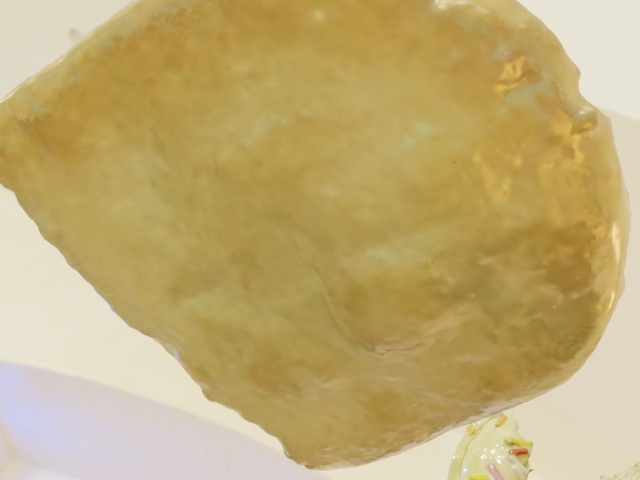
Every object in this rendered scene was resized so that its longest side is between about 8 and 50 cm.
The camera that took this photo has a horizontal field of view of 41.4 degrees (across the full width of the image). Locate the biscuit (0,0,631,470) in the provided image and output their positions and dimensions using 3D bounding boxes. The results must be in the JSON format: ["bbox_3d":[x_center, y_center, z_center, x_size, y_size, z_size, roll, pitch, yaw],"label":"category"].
[{"bbox_3d":[0.000,0.001,0.632,0.446,0.104,0.429,-23,-69,33],"label":"biscuit"}]

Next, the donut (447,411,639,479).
[{"bbox_3d":[0.399,0.471,1.461,0.371,0.307,0.150,22,-28,5],"label":"donut"}]
